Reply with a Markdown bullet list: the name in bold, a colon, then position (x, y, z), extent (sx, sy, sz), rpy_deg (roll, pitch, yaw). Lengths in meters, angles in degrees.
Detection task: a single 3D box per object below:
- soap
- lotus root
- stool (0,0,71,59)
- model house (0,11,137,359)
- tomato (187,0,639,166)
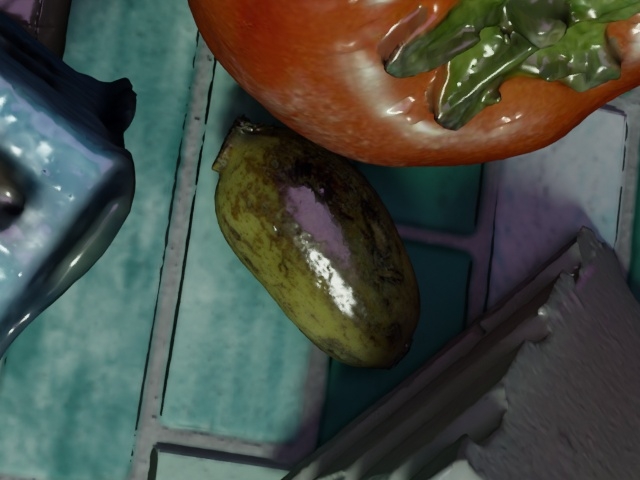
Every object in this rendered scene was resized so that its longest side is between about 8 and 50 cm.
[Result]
- **soap**: position (0.152, 0.108, 0.896), extent (0.302, 0.258, 0.159), rpy_deg (-40, 93, -19)
- **lotus root**: position (0.000, 0.000, 0.956), extent (0.089, 0.080, 0.179), rpy_deg (-39, 94, -16)
- **stool**: position (-0.200, -0.135, 0.910), extent (0.110, 0.096, 0.096), rpy_deg (7, 80, -12)
- **model house**: position (-0.267, -0.061, 0.769), extent (0.303, 0.215, 0.237), rpy_deg (40, 96, -15)
- **tomato**: position (0.078, -0.210, 0.887), extent (0.341, 0.341, 0.273), rpy_deg (-8, 57, -18)
